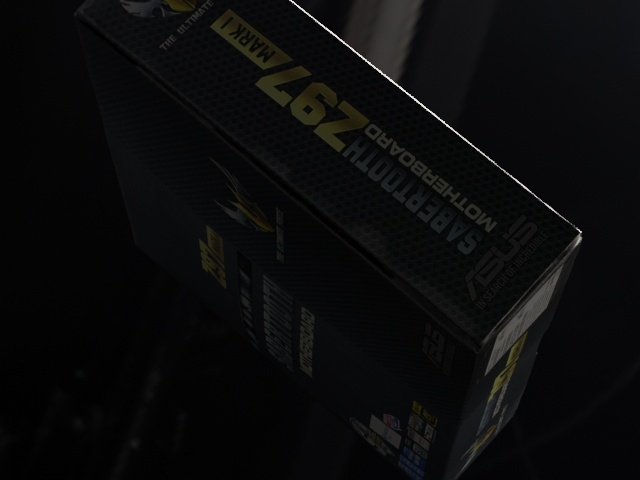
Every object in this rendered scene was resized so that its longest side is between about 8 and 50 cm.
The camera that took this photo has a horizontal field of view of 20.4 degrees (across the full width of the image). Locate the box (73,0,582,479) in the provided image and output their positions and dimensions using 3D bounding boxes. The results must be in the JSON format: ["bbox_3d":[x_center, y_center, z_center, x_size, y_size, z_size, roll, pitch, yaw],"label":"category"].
[{"bbox_3d":[0.000,0.000,0.689,0.059,0.183,0.233,-46,-13,-16],"label":"box"}]
